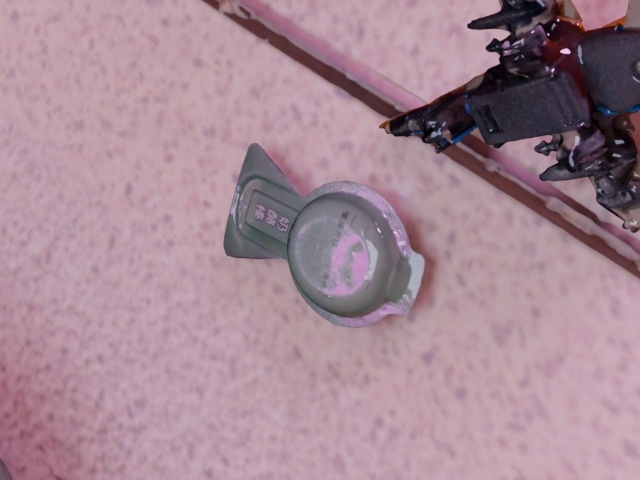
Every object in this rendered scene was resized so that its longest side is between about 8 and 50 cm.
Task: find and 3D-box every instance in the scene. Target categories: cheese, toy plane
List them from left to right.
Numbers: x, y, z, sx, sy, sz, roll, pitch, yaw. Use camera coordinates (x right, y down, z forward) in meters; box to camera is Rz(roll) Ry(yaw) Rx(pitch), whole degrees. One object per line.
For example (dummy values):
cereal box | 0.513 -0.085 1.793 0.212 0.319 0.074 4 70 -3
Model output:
cheese | 0.000 0.000 0.753 0.120 0.026 0.067 27 108 37
toy plane | 0.082 -0.057 0.660 0.188 0.062 0.135 -14 108 42

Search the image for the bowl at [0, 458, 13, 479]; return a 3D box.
bowl | -0.257 0.177 0.899 0.289 0.146 0.289 3 94 41
